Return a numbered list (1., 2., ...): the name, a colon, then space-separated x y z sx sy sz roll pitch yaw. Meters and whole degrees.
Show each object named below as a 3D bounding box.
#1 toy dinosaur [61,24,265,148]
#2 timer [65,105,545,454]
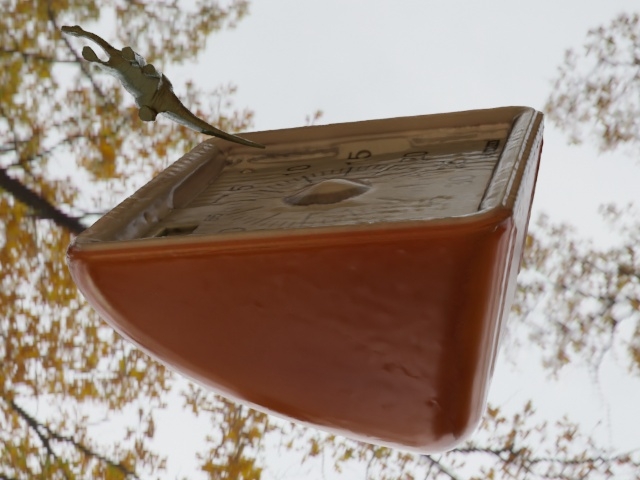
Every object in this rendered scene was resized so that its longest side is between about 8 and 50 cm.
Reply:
1. toy dinosaur: -0.122 -0.109 0.817 0.180 0.037 0.058 42 -164 15
2. timer: 0.000 0.000 0.746 0.250 0.161 0.257 11 -158 11
